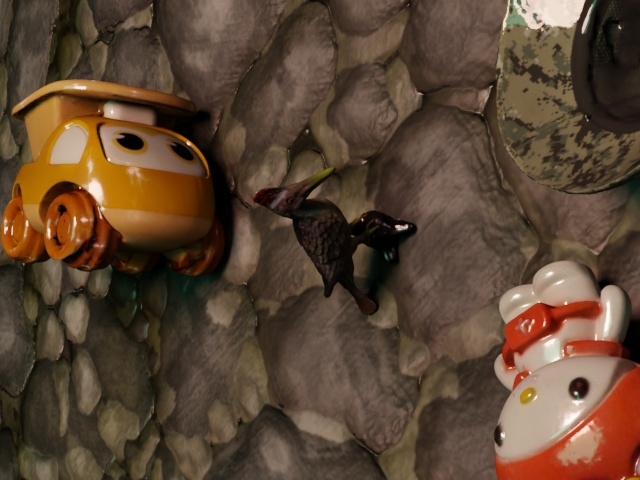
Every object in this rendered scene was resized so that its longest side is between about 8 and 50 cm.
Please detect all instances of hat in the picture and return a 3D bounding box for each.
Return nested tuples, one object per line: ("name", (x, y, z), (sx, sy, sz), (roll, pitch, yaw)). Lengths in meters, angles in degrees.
("hat", (0.243, -0.140, 0.797), (0.265, 0.128, 0.265), (-34, 49, 51))

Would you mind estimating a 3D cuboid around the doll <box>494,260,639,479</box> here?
("doll", (0.202, 0.154, 0.819), (0.161, 0.130, 0.290), (-38, 45, 34))

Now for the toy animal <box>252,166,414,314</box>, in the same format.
("toy animal", (0.008, -0.006, 1.035), (0.070, 0.202, 0.105), (31, 88, 44))

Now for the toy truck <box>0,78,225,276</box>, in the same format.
("toy truck", (-0.249, -0.065, 1.301), (0.288, 0.204, 0.211), (-2, 84, 51))
